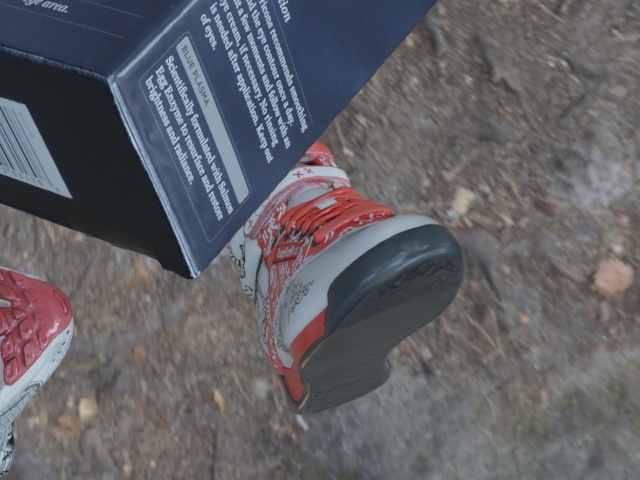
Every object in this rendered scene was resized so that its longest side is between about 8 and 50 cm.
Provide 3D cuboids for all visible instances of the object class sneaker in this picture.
[{"bbox_3d":[-0.001,0.001,0.905,0.090,0.270,0.145,-19,75,-13],"label":"sneaker"},{"bbox_3d":[-0.190,0.080,0.813,0.092,0.088,0.225,4,149,-44],"label":"sneaker"}]

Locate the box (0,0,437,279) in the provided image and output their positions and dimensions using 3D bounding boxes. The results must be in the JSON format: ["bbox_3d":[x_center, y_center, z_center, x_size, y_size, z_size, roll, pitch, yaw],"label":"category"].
[{"bbox_3d":[-0.069,-0.089,0.578,0.158,0.156,0.093,-50,141,-29],"label":"box"}]
